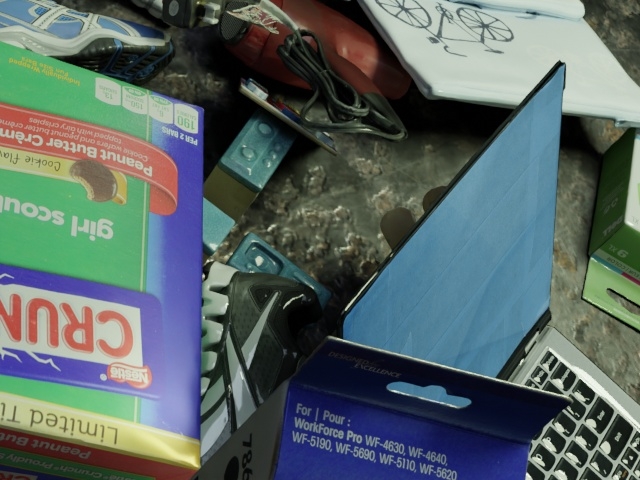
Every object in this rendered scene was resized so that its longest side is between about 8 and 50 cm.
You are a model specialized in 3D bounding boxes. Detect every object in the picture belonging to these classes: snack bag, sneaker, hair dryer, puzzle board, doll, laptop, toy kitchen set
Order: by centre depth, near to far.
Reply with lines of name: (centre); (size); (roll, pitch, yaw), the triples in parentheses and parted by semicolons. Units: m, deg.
sneaker: (-0.045, 0.121, 1.096); (0.106, 0.078, 0.234); (1, 61, 10)
laptop: (0.196, 0.149, 1.166); (0.408, 0.236, 0.382); (42, 45, 1)
toy kitchen set: (0.000, 0.000, 1.229); (0.207, 0.122, 0.166); (37, 44, -5)
sneaker: (-0.211, -0.164, 1.244); (0.211, 0.080, 0.081); (-2, 62, -37)
doll: (0.114, 0.002, 1.298); (0.046, 0.129, 0.189); (67, 12, 18)
puzzle board: (-0.028, -0.108, 1.319); (0.096, 0.011, 0.128); (34, 6, -7)
hair dryer: (-0.001, -0.139, 1.332); (0.223, 0.080, 0.293); (40, 23, 13)
snack bag: (0.149, -0.237, 1.520); (0.323, 0.037, 0.342); (4, 43, -37)

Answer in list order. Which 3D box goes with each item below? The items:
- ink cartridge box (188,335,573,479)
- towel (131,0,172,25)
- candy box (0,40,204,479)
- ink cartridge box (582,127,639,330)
ink cartridge box: (-0.003, 0.180, 0.937); (0.165, 0.332, 0.065); (16, 49, -22)
towel: (-0.171, -0.360, 1.395); (0.235, 0.121, 0.283); (30, 45, -10)
candy box: (-0.223, 0.018, 1.065); (0.268, 0.122, 0.317); (17, 50, -24)
ink cartridge box: (0.324, -0.009, 1.499); (0.109, 0.062, 0.209); (30, 45, -12)
